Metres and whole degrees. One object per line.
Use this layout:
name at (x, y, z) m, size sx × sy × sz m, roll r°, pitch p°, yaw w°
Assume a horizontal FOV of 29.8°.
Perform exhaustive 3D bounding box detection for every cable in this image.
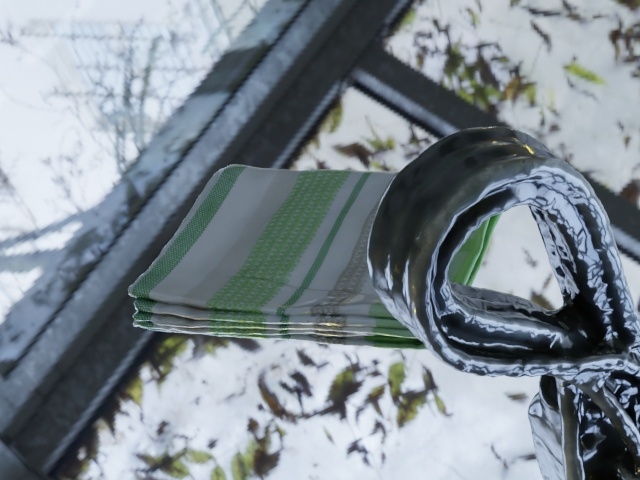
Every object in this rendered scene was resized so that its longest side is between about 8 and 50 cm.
cable at (0.110, 0.055, 0.414) m, size 0.139 × 0.287 × 0.072 m, roll -34°, pitch -127°, yaw -6°

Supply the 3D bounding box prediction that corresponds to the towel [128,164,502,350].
towel at (0.000, 0.000, 0.537) m, size 0.152 × 0.023 × 0.113 m, roll 1°, pitch -139°, yaw 27°
